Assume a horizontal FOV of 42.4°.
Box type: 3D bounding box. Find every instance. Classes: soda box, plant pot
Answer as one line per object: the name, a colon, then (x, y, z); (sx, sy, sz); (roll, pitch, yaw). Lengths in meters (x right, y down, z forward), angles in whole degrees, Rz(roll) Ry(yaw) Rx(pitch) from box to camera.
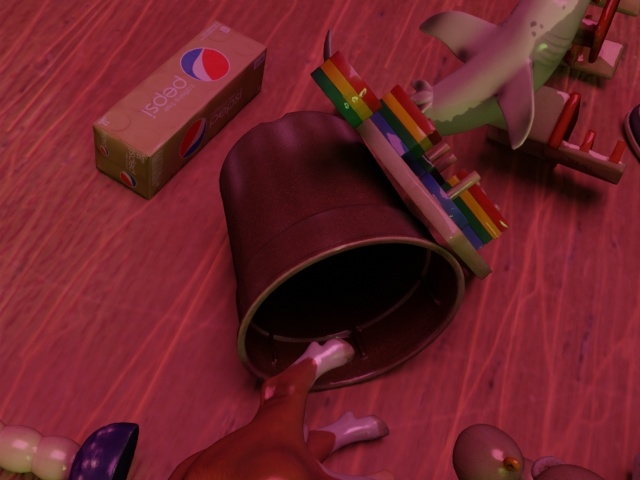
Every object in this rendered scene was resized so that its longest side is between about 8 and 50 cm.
soda box: (-0.124, -0.122, 0.748); (0.061, 0.058, 0.181); (30, 53, 11)
plant pot: (0.000, 0.000, 0.629); (0.167, 0.166, 0.165); (-7, 47, -17)

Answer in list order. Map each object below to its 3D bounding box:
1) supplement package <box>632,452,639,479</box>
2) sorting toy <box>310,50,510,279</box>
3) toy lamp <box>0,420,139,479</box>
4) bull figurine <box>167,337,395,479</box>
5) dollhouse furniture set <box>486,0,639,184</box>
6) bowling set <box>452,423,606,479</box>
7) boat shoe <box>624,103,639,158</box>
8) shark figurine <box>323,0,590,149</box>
supplement package: (0.306, 0.242, 0.468); (0.199, 0.198, 0.262); (24, 53, 0)
sorting toy: (0.088, -0.043, 0.612); (0.046, 0.274, 0.132); (-39, 67, 8)
toy lamp: (-0.261, 0.117, 0.530); (0.275, 0.080, 0.080); (17, 52, 0)
bull figurine: (0.055, 0.203, 0.517); (0.310, 0.101, 0.188); (34, 49, 9)
dollhouse furniture set: (0.263, -0.198, 0.777); (0.135, 0.262, 0.259); (22, 91, 16)
bowling set: (0.114, 0.203, 0.351); (0.154, 0.287, 0.199); (38, 76, -4)
boat shoe: (0.385, -0.074, 0.813); (0.075, 0.065, 0.206); (-18, 59, -23)
shark figurine: (0.120, -0.122, 0.709); (0.116, 0.278, 0.166); (18, 65, -46)
